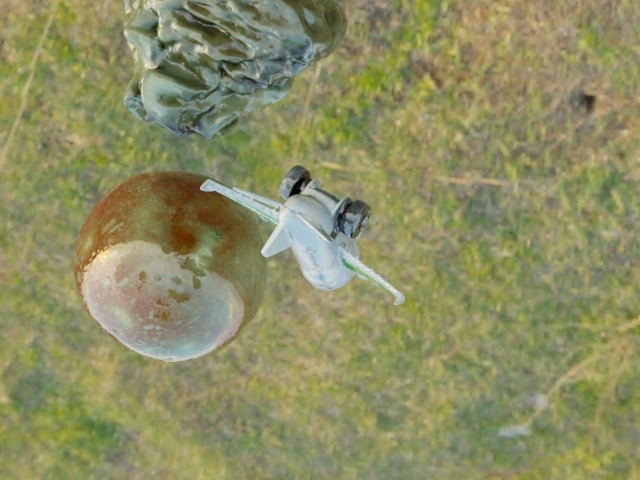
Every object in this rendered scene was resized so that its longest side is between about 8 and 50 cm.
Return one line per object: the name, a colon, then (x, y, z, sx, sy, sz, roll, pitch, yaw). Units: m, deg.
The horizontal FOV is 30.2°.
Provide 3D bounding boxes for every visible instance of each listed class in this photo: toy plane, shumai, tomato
toy plane: (0.002, -0.004, 1.264, 0.251, 0.101, 0.255, 31, 178, 21)
shumai: (-0.114, -0.211, 1.277, 0.256, 0.218, 0.189, 28, -175, 16)
tomato: (-0.194, 0.026, 1.624, 0.270, 0.270, 0.222, 24, 151, -19)
